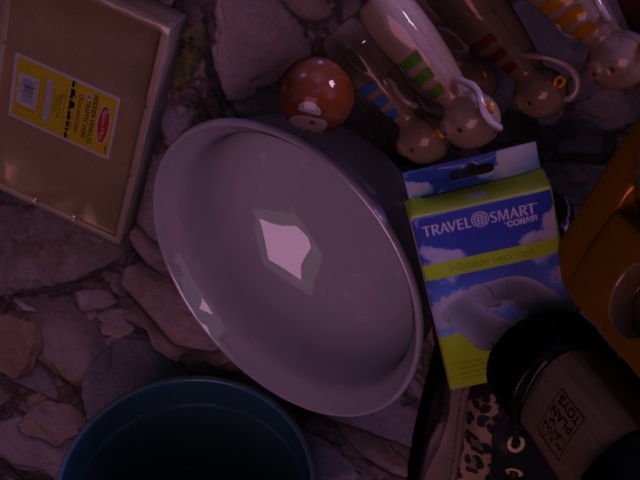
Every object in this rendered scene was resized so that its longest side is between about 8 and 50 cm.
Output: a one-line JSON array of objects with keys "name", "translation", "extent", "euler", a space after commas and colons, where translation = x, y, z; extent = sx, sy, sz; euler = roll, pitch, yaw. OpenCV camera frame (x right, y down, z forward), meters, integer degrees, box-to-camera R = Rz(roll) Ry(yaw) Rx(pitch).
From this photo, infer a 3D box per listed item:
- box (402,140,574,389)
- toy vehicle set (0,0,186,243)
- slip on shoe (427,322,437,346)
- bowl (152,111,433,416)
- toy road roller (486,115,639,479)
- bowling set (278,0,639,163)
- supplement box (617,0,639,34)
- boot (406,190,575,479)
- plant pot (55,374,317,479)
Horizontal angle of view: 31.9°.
[{"name": "box", "translation": [0.132, 0.023, 0.858], "extent": [0.109, 0.042, 0.178], "euler": [-13, 116, 6]}, {"name": "toy vehicle set", "translation": [-0.239, -0.134, 1.094], "extent": [0.166, 0.035, 0.266], "euler": [25, 129, 4]}, {"name": "slip on shoe", "translation": [0.115, 0.046, 1.073], "extent": [0.051, 0.041, 0.135], "euler": [-21, 125, -9]}, {"name": "bowl", "translation": [0.000, 0.000, 1.005], "extent": [0.298, 0.134, 0.297], "euler": [24, 134, 28]}, {"name": "toy road roller", "translation": [0.294, 0.075, 0.778], "extent": [0.241, 0.202, 0.329], "euler": [15, 114, -26]}, {"name": "bowling set", "translation": [0.080, -0.110, 0.811], "extent": [0.200, 0.287, 0.154], "euler": [-41, 97, -8]}, {"name": "supplement box", "translation": [0.284, -0.218, 0.719], "extent": [0.191, 0.129, 0.194], "euler": [-11, 145, 28]}, {"name": "boot", "translation": [0.245, 0.138, 1.007], "extent": [0.284, 0.138, 0.377], "euler": [12, 116, -1]}, {"name": "plant pot", "translation": [-0.136, 0.333, 1.248], "extent": [0.272, 0.271, 0.255], "euler": [14, 142, 13]}]
